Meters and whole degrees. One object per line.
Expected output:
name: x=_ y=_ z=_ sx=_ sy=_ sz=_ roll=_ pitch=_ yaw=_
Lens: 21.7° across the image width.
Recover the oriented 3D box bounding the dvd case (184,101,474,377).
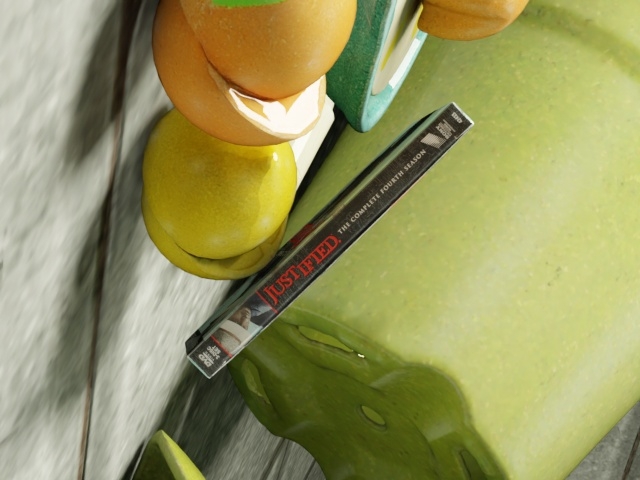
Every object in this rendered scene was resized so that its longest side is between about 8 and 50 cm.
dvd case: x=0.000 y=0.000 z=0.574 sx=0.119 sy=0.013 sz=0.087 roll=-45 pitch=-177 yaw=-3

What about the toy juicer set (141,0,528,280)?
toy juicer set: x=0.018 y=-0.070 z=0.586 sx=0.329 sy=0.090 sz=0.209 roll=82 pitch=32 yaw=-79

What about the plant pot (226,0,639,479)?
plant pot: x=0.091 y=0.013 z=0.883 sx=0.254 sy=0.276 sz=0.276 roll=-50 pitch=167 yaw=-27

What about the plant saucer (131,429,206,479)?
plant saucer: x=-0.065 y=0.206 z=0.721 sx=0.188 sy=0.045 sz=0.188 roll=-67 pitch=-155 yaw=12
